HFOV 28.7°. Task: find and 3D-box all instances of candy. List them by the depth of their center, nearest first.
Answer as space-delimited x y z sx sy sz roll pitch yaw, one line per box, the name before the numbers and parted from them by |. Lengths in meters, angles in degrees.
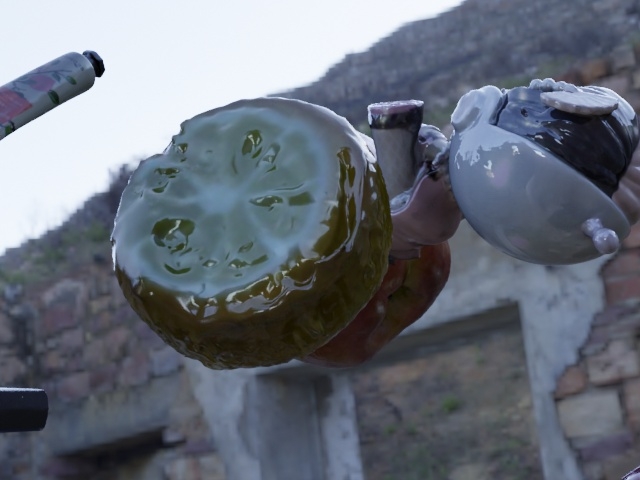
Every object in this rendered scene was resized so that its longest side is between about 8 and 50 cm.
candy | -0.061 -0.012 1.120 0.259 0.260 0.118 -10 -31 12

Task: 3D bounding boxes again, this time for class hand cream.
hand cream | -0.341 -0.162 1.441 0.234 0.080 0.050 -40 -25 -43

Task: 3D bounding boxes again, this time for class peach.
peach | 0.019 0.011 1.871 0.310 0.335 0.406 23 13 -38

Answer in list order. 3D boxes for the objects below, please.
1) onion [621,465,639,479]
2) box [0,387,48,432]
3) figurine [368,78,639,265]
onion | 0.491 0.352 1.746 0.173 0.135 0.198 -22 -33 -26
box | -0.571 0.261 1.918 0.259 0.071 0.168 -4 -8 22
figurine | 0.236 -0.072 1.530 0.253 0.211 0.361 15 -14 -43
